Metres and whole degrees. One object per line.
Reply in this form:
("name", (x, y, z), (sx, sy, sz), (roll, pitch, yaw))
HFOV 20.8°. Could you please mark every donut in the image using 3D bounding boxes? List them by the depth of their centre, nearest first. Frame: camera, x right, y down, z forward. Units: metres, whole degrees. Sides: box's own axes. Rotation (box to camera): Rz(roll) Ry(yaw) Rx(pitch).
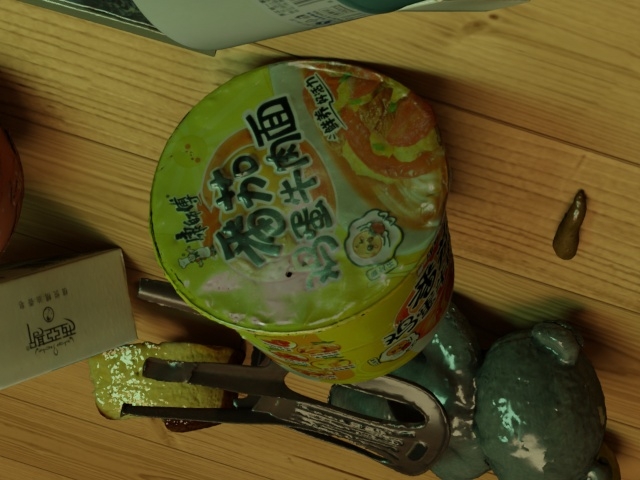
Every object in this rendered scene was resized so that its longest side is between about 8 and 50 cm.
("donut", (-0.164, 0.169, 2.003), (0.141, 0.085, 0.217), (-11, 164, 32))

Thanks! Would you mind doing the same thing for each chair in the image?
("chair", (-0.028, 0.116, 1.804), (0.327, 0.183, 0.175), (13, 146, -12))

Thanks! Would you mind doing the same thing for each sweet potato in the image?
("sweet potato", (0.229, -0.008, 1.604), (0.026, 0.026, 0.115), (14, 153, 6))

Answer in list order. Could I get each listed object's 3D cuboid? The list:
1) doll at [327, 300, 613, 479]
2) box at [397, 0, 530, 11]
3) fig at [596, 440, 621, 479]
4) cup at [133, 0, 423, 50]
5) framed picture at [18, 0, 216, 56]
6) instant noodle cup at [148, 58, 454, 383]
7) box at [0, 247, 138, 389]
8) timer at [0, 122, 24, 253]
("doll", (0.158, 0.150, 1.838), (0.340, 0.158, 0.245), (11, 123, 42))
("box", (0.156, -0.200, 1.243), (0.109, 0.029, 0.198), (-8, 174, -44))
("fig", (0.273, 0.276, 1.991), (0.136, 0.120, 0.153), (12, 128, 20))
("cup", (0.021, -0.245, 1.134), (0.258, 0.219, 0.290), (-7, 174, 36))
("framed picture", (-0.175, -0.259, 1.390), (0.213, 0.016, 0.289), (17, 151, 1))
("instant noodle cup", (0.000, 0.000, 1.527), (0.264, 0.264, 0.200), (8, 157, 17))
("box", (-0.362, 0.095, 1.858), (0.203, 0.116, 0.274), (-7, -174, 35))
("timer", (-0.401, -0.053, 1.660), (0.230, 0.229, 0.215), (8, 156, 17))
